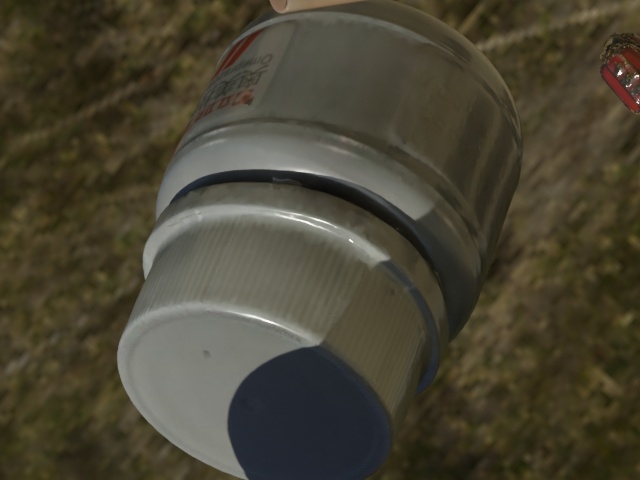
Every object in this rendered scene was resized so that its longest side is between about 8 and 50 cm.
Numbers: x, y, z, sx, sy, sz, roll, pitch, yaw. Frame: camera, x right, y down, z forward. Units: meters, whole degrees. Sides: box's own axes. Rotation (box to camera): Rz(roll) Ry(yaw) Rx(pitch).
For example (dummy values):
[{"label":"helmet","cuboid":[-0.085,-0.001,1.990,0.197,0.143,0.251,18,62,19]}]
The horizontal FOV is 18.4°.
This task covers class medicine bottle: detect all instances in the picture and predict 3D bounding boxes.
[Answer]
[{"label":"medicine bottle","cuboid":[0.000,0.000,1.423,0.245,0.245,0.306,34,-130,-15]}]

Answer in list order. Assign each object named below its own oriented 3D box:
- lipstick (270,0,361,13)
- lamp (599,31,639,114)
[{"label":"lipstick","cuboid":[0.022,-0.110,0.835,0.094,0.019,0.019,-12,-134,-30]},{"label":"lamp","cuboid":[0.149,-0.073,0.879,0.063,0.031,0.083,49,-154,20]}]
